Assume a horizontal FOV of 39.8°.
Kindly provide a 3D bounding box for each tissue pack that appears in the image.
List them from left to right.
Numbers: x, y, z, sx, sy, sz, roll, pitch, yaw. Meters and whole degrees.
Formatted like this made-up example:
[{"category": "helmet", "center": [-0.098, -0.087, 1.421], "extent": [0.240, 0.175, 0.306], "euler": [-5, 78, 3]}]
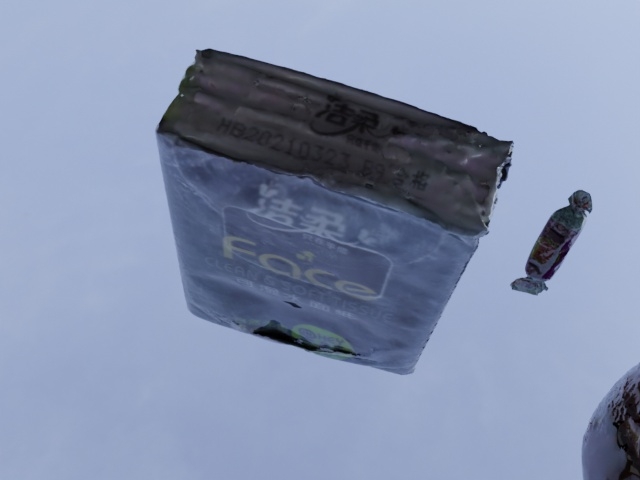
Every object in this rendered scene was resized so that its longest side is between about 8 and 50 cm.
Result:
[{"category": "tissue pack", "center": [0.000, 0.000, 0.530], "extent": [0.174, 0.235, 0.073], "euler": [18, -116, 3]}]

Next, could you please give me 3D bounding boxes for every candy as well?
[{"category": "candy", "center": [0.291, 0.008, 1.112], "extent": [0.045, 0.175, 0.043], "euler": [35, -144, 20]}]

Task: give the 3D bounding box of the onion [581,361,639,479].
[{"category": "onion", "center": [0.542, 0.273, 1.196], "extent": [0.399, 0.398, 0.420], "euler": [5, -156, 9]}]
